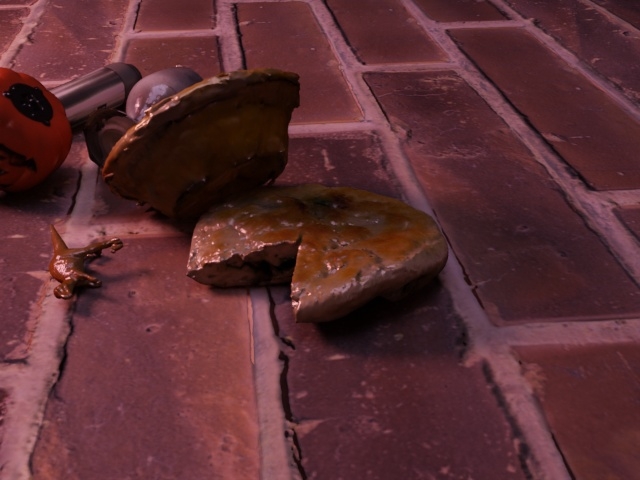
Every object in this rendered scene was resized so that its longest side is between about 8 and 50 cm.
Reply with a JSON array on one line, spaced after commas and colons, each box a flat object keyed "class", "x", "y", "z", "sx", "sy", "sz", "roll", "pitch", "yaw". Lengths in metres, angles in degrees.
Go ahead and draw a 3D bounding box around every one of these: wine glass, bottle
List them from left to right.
[{"class": "bottle", "x": -0.431, "y": -0.261, "z": 1.598, "sx": 0.096, "sy": 0.080, "sz": 0.253, "roll": -28, "pitch": 10, "yaw": 39}, {"class": "wine glass", "x": -0.280, "y": -0.206, "z": 1.443, "sx": 0.126, "sy": 0.127, "sz": 0.241, "roll": 10, "pitch": 33, "yaw": 17}]

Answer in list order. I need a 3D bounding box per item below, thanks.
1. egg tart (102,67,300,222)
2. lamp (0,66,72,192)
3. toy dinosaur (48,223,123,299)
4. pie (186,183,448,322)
[{"class": "egg tart", "x": -0.143, "y": -0.117, "z": 1.196, "sx": 0.314, "sy": 0.315, "sz": 0.120, "roll": -23, "pitch": 76, "yaw": -35}, {"class": "lamp", "x": -0.479, "y": -0.160, "z": 1.312, "sx": 0.187, "sy": 0.164, "sz": 0.188, "roll": 34, "pitch": 34, "yaw": -27}, {"class": "toy dinosaur", "x": -0.332, "y": 0.027, "z": 1.108, "sx": 0.161, "sy": 0.039, "sz": 0.126, "roll": 15, "pitch": 34, "yaw": 28}, {"class": "pie", "x": 0.000, "y": 0.000, "z": 1.116, "sx": 0.337, "sy": 0.075, "sz": 0.338, "roll": -2, "pitch": 28, "yaw": 1}]
